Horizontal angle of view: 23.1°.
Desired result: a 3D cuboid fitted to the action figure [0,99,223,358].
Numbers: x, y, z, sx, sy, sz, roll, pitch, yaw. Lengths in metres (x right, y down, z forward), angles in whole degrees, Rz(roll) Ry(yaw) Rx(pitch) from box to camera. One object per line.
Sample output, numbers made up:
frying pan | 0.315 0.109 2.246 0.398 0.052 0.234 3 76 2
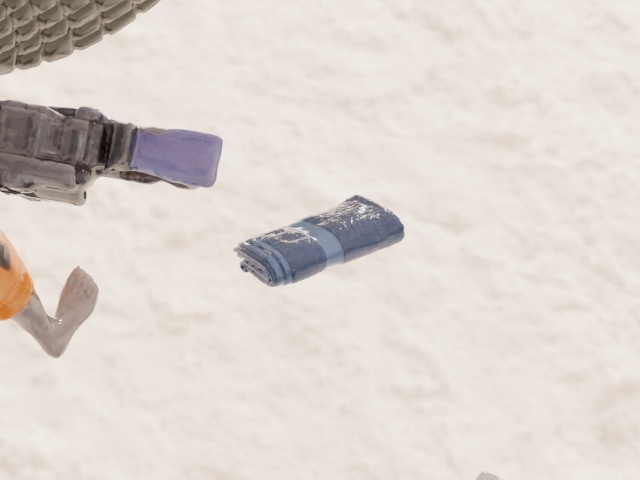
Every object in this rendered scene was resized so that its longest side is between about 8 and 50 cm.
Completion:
action figure | -0.223 0.009 0.868 0.341 0.330 0.179 7 71 11

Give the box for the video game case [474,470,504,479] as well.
video game case | 0.055 0.283 1.046 0.023 0.212 0.193 26 44 19

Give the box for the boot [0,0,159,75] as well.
boot | -0.157 -0.126 0.547 0.246 0.083 0.161 -30 74 4

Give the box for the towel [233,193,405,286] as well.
towel | 0.000 0.000 1.181 0.119 0.029 0.067 -20 25 -25
